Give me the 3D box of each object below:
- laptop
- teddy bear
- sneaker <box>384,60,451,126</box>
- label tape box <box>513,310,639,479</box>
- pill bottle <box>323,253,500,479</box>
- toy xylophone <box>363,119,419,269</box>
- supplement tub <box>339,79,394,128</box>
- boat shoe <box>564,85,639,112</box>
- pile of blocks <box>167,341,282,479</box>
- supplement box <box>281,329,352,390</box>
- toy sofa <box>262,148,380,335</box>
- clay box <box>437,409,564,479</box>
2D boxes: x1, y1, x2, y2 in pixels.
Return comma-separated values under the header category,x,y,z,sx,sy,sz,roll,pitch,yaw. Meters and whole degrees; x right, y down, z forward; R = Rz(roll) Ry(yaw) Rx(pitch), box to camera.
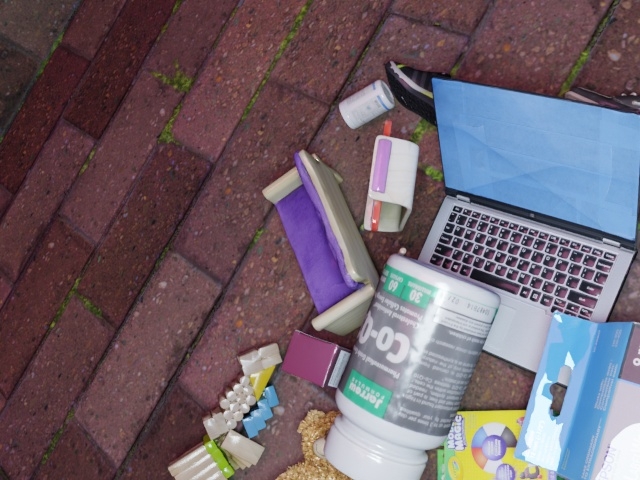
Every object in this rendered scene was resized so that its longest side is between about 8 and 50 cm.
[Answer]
category,x,y,z,sx,sy,sz,roll,pitch,yaw
laptop,0.311,-0.020,1.256,0.382,0.236,0.408,22,85,39
teddy bear,0.006,0.483,1.350,0.245,0.113,0.338,25,88,36
sneaker,0.230,-0.317,1.546,0.097,0.084,0.235,-34,53,-10
label tape box,0.479,0.259,1.059,0.347,0.115,0.249,16,82,21
pill bottle,0.147,0.222,1.238,0.204,0.204,0.361,23,93,38
toy xylophone,0.128,-0.070,1.390,0.081,0.323,0.236,8,72,3
supplement tub,0.103,-0.300,1.615,0.107,0.071,0.071,-26,59,24
boat shoe,0.537,-0.218,1.284,0.079,0.084,0.233,-48,52,-8
pile of blocks,-0.178,0.379,1.540,0.362,0.149,0.112,-57,8,-9
supplement box,0.028,0.237,1.380,0.104,0.188,0.081,15,81,37
toy sofa,0.000,0.000,1.502,0.150,0.177,0.363,-34,57,19
clay box,0.292,0.354,1.238,0.222,0.053,0.128,-10,66,31
